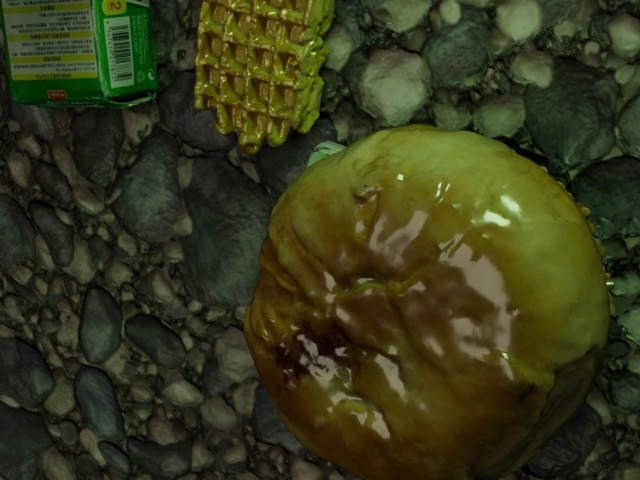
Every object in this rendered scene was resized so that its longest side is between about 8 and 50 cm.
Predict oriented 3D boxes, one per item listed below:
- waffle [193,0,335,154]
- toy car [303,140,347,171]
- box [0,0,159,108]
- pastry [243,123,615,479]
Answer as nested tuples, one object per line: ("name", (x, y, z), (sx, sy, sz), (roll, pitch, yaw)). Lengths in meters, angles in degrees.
("waffle", (-0.067, -0.200, 1.786), (0.160, 0.055, 0.211), (16, 111, 29))
("toy car", (0.000, 0.000, 1.786), (0.090, 0.076, 0.224), (27, 116, 23))
("box", (-0.296, -0.286, 1.883), (0.180, 0.103, 0.250), (3, 103, 32))
("pastry", (0.118, 0.075, 1.626), (0.410, 0.245, 0.409), (9, 107, 30))
